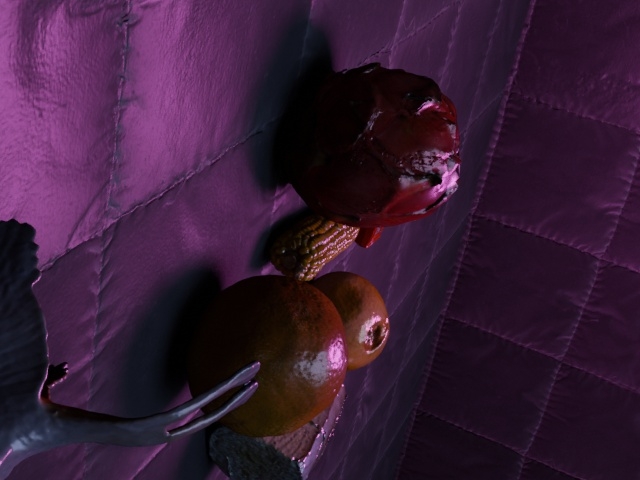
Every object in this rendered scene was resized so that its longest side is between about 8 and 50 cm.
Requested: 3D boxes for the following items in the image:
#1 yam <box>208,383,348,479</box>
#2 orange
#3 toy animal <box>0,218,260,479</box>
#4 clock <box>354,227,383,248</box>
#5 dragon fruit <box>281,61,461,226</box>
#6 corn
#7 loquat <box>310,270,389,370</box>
[{"bbox_3d":[-0.079,0.350,1.862,0.271,0.202,0.201,-54,180,-45],"label":"yam"},{"bbox_3d":[-0.088,0.186,1.519,0.264,0.264,0.264,-57,160,-34],"label":"orange"},{"bbox_3d":[-0.252,0.174,0.903,0.302,0.284,0.225,-53,160,-46],"label":"toy animal"},{"bbox_3d":[0.117,-0.055,2.207,0.155,0.061,0.113,-29,138,-70],"label":"clock"},{"bbox_3d":[0.092,-0.161,1.631,0.295,0.301,0.296,-1,90,-75],"label":"dragon fruit"},{"bbox_3d":[-0.004,-0.002,1.811,0.313,0.101,0.102,-36,143,-66],"label":"corn"},{"bbox_3d":[0.037,0.169,1.999,0.213,0.213,0.213,-57,160,-34],"label":"loquat"}]
